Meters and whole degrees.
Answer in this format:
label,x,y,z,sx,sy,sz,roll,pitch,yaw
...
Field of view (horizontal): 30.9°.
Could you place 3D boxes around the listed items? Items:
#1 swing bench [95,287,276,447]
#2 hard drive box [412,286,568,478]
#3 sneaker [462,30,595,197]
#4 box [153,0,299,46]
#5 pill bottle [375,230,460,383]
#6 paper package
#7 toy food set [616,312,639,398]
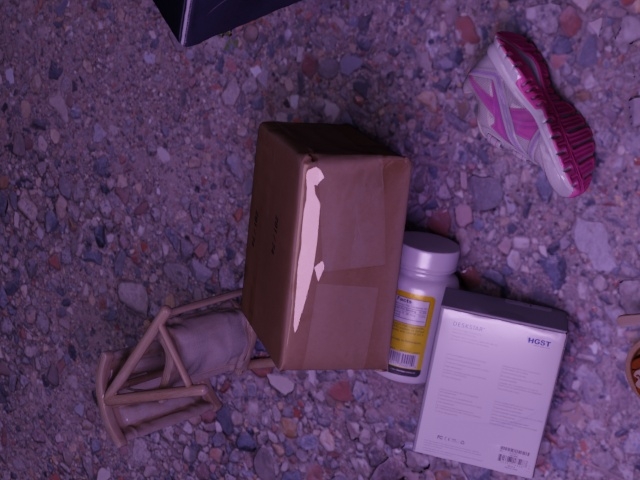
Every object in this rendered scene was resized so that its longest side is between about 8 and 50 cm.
label,x,y,z,sx,sy,sz,roll,pitch,yaw
swing bench,-0.220,0.208,1.966,0.254,0.253,0.165,-34,78,36
hard drive box,0.243,0.204,1.666,0.181,0.089,0.232,12,108,7
sneaker,0.287,-0.161,1.607,0.111,0.103,0.252,-41,67,40
box,-0.013,-0.551,1.412,0.297,0.471,0.480,58,157,16
pill bottle,0.144,0.100,1.747,0.119,0.119,0.208,22,111,33
paper package,0.000,0.000,1.729,0.309,0.168,0.325,-134,47,-68
toy food set,0.464,0.183,1.534,0.132,0.038,0.192,-13,105,42
